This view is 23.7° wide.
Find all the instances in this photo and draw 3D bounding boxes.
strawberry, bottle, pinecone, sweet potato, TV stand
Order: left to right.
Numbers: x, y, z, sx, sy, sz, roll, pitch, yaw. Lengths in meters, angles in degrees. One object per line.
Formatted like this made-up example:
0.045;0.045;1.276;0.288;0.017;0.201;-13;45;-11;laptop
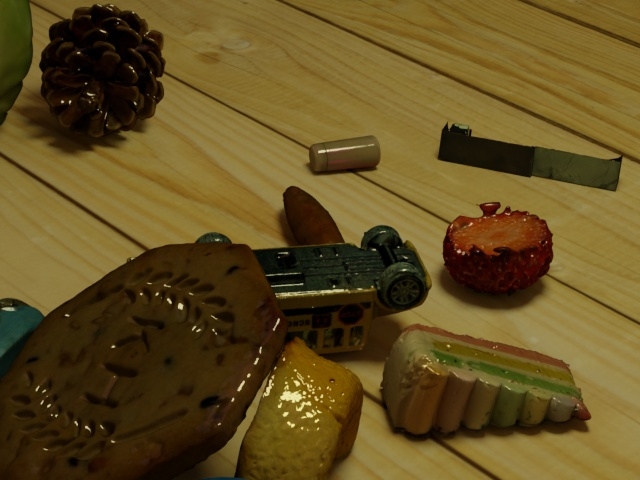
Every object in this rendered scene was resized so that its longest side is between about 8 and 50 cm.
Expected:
-0.312;-0.234;2.190;0.186;0.168;0.212;-25;41;10;pinecone
0.001;-0.001;1.932;0.057;0.057;0.264;-7;33;-17;sweet potato
0.034;-0.121;2.155;0.096;0.045;0.045;-8;32;-15;bottle
0.219;0.016;1.891;0.145;0.086;0.145;4;28;-2;strawberry
0.298;-0.121;2.178;0.256;0.049;0.040;11;30;14;TV stand

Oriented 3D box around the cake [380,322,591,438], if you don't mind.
0.183;0.146;1.662;0.225;0.090;0.109;-2;26;-11;cake

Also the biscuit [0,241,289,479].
-0.192;0.130;1.530;0.359;0.046;0.359;-20;37;16;biscuit

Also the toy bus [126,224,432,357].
-0.047;0.066;1.738;0.336;0.123;0.121;-4;30;-12;toy bus

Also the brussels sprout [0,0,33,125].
-0.617;-0.315;2.103;0.425;0.361;0.342;-5;35;-16;brussels sprout

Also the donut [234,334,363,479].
-0.024;0.186;1.504;0.101;0.152;0.259;18;34;10;donut

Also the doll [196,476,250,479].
-0.142;0.288;1.313;0.257;0.161;0.215;-4;-4;13;doll

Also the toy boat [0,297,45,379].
-0.358;0.114;1.668;0.077;0.075;0.185;20;30;11;toy boat
